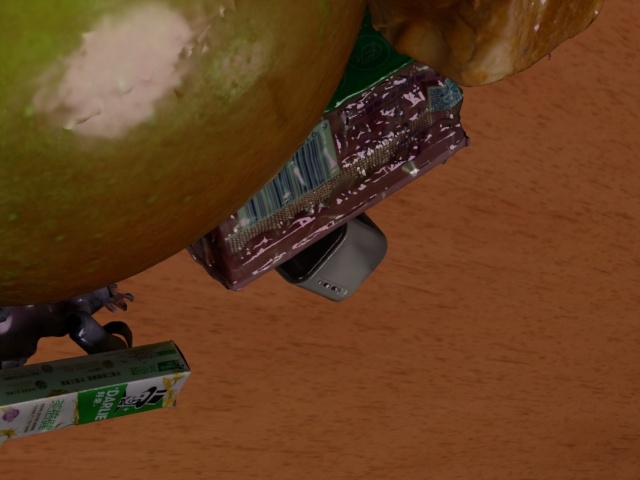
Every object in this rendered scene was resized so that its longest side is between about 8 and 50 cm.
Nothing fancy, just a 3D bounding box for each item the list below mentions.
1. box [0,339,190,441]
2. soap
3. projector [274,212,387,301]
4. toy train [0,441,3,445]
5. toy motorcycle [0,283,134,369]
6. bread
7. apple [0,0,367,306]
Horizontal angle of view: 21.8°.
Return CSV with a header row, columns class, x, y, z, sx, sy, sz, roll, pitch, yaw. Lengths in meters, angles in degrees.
class,x,y,z,sx,sy,sz,roll,pitch,yaw
box,-0.196,0.114,1.239,0.207,0.041,0.050,-8,139,-35
soap,-0.005,-0.087,1.400,0.273,0.098,0.218,-33,149,-16
projector,0.000,0.000,1.531,0.083,0.083,0.082,-48,150,10
toy train,-0.314,0.186,1.454,0.056,0.038,0.093,3,127,-54
toy motorcycle,-0.238,0.037,1.262,0.207,0.134,0.401,-39,149,6
bread,0.133,-0.274,1.138,0.195,0.149,0.344,-33,149,-35
apple,-0.152,-0.155,0.924,0.374,0.374,0.384,-37,-178,-8
